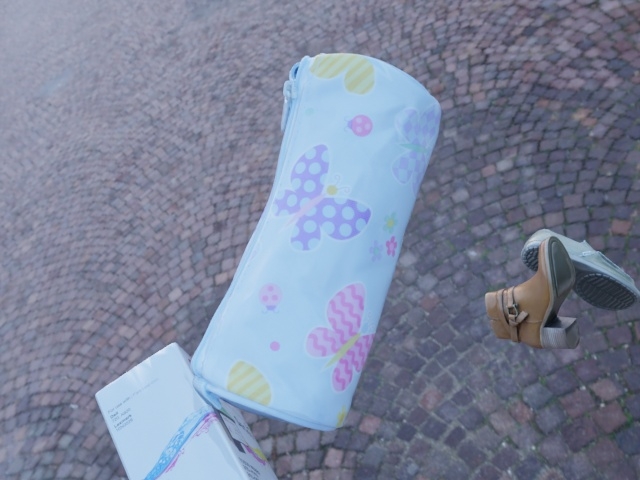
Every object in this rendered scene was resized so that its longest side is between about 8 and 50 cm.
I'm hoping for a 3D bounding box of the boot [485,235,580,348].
[{"bbox_3d":[0.347,0.090,1.139,0.073,0.197,0.152,-14,9,-39],"label":"boot"}]

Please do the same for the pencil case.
[{"bbox_3d":[0.000,0.000,0.500,0.113,0.124,0.273,6,75,52],"label":"pencil case"}]

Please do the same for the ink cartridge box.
[{"bbox_3d":[-0.126,0.285,0.789,0.117,0.201,0.278,-34,53,-7],"label":"ink cartridge box"}]

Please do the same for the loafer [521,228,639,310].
[{"bbox_3d":[0.545,0.053,1.396,0.102,0.268,0.092,-53,10,50],"label":"loafer"}]
